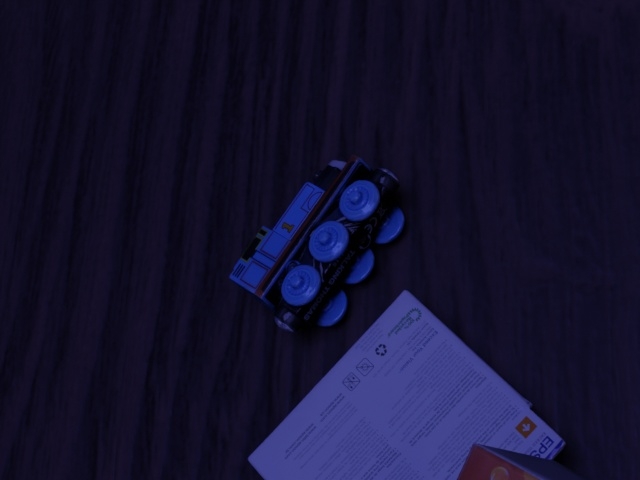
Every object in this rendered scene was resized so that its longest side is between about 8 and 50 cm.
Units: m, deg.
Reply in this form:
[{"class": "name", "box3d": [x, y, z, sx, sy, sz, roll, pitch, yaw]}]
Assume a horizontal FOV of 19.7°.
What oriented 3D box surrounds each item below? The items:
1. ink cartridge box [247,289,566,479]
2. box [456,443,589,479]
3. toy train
[{"class": "ink cartridge box", "box3d": [0.080, 0.195, 1.666, 0.223, 0.045, 0.224, -46, 59, 1]}, {"class": "box", "box3d": [0.245, 0.333, 1.434, 0.345, 0.168, 0.215, 26, 92, 33]}, {"class": "toy train", "box3d": [0.000, 0.000, 1.773, 0.105, 0.080, 0.184, 30, 84, 39]}]
